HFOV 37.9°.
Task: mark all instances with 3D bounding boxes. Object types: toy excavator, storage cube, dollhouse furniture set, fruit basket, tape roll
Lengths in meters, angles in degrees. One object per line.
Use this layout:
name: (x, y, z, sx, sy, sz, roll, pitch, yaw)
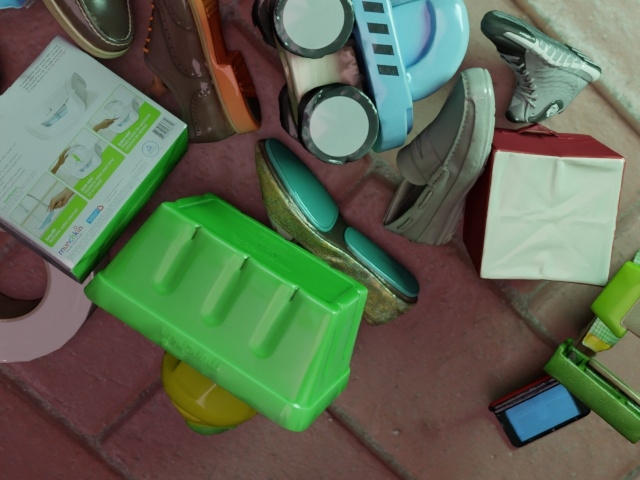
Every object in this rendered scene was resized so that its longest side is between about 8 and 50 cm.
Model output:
toy excavator: (0.131, -0.358, 1.289, 0.445, 0.222, 0.432, -16, 106, -7)
storage cube: (0.313, -0.054, 1.349, 0.184, 0.193, 0.214, 4, 106, 1)
dollhouse furniture set: (0.458, 0.132, 1.324, 0.151, 0.301, 0.197, 39, 107, 17)
fruit basket: (-0.147, 0.158, 1.370, 0.392, 0.283, 0.391, 3, 99, 18)
tape roll: (-0.478, 0.043, 1.447, 0.286, 0.100, 0.286, 0, 105, 1)

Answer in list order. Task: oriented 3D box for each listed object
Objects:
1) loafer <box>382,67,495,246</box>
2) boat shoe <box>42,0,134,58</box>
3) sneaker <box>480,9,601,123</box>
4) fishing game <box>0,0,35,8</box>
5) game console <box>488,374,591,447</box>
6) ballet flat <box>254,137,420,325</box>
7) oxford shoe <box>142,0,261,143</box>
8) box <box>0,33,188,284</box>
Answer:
loafer: (0.164, -0.109, 1.320, 0.112, 0.112, 0.319, 6, 136, -7)
boat shoe: (-0.328, -0.424, 1.280, 0.123, 0.123, 0.341, -15, 95, 44)
sneaker: (0.290, -0.230, 1.328, 0.229, 0.086, 0.132, 16, 120, -34)
fishing game: (-0.450, -0.406, 1.273, 0.189, 0.041, 0.264, 51, 59, -21)
game console: (0.353, 0.269, 1.491, 0.144, 0.124, 0.085, -29, 76, 8)
ballet flat: (0.000, 0.000, 1.419, 0.123, 0.123, 0.348, -43, 99, 12)
oxford shoe: (-0.208, -0.309, 1.334, 0.133, 0.130, 0.363, -17, 104, 12)
box: (-0.356, -0.114, 1.320, 0.231, 0.127, 0.262, 34, 75, 1)
